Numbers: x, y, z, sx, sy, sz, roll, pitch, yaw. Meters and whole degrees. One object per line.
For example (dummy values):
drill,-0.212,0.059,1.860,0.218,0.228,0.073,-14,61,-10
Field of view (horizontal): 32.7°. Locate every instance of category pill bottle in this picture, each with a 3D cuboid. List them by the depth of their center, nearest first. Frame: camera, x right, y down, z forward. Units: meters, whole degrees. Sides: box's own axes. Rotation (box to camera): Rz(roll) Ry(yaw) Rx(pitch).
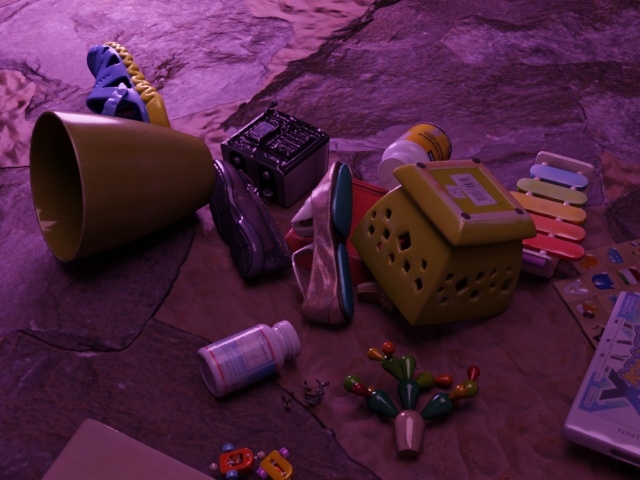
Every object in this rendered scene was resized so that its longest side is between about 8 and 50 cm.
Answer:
pill bottle,-0.117,0.191,1.805,0.160,0.087,0.087,-21,46,-22
pill bottle,0.182,-0.159,2.149,0.103,0.103,0.184,19,31,20

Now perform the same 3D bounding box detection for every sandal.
sandal,-0.444,-0.319,2.348,0.138,0.126,0.317,-24,46,-18

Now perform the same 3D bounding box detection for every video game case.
video game case,0.573,0.240,1.721,0.300,0.036,0.329,19,46,19

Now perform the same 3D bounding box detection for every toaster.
toaster,-0.084,-0.173,2.188,0.168,0.110,0.185,27,49,26

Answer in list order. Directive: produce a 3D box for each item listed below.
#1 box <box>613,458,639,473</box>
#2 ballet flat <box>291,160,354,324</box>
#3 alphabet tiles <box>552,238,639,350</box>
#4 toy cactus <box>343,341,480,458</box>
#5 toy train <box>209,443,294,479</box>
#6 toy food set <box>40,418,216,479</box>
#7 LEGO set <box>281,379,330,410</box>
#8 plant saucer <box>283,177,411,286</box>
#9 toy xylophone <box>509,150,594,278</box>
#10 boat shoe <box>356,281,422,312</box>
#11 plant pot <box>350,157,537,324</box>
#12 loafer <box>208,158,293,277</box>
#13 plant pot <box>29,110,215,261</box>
box,0.556,0.288,1.729,0.184,0.045,0.191,3,43,7
ballet flat,0.000,0.000,1.952,0.106,0.107,0.316,-8,61,16
alphabet tiles,0.609,0.099,1.961,0.342,0.011,0.285,-12,44,-13
toy cactus,0.147,0.255,1.737,0.219,0.112,0.180,8,52,-4
toy train,-0.093,0.376,1.637,0.125,0.046,0.166,-19,49,2
toy food set,-0.288,0.412,1.577,0.306,0.092,0.220,20,57,23
LEGO set,-0.022,0.255,1.787,0.083,0.023,0.054,-13,40,5
plant saucer,0.075,-0.026,2.074,0.258,0.048,0.259,19,46,20
toy xylophone,0.391,-0.049,2.071,0.236,0.081,0.323,11,43,13
boat shoe,0.127,0.104,1.928,0.135,0.050,0.045,6,65,13
plant pot,0.222,-0.011,1.883,0.227,0.207,0.228,-5,44,-35
loafer,-0.138,-0.041,2.064,0.095,0.109,0.302,0,41,-26
plant pot,-0.358,-0.117,2.045,0.293,0.275,0.275,-10,41,-32
